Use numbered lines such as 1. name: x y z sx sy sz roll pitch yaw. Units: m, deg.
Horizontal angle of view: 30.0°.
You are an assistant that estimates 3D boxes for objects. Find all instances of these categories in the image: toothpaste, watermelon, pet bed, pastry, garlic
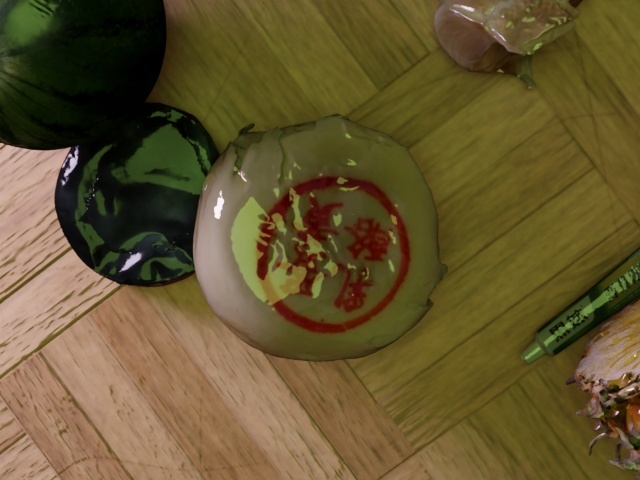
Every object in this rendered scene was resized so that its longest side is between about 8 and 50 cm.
1. toothpaste: 0.292 0.063 1.241 0.204 0.031 0.049 -37 89 2
2. watermelon: -0.270 -0.205 1.178 0.242 0.242 0.242 0 92 5
3. pet bed: -0.186 -0.045 1.269 0.201 0.053 0.201 0 91 5
4. pastry: -0.002 -0.001 1.198 0.264 0.133 0.265 0 87 -9
5. garlic: 0.206 -0.235 1.215 0.174 0.099 0.124 -31 70 1

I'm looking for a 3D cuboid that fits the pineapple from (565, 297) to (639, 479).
1. pineapple: 0.424 0.151 1.080 0.352 0.352 0.300 -37 84 5
